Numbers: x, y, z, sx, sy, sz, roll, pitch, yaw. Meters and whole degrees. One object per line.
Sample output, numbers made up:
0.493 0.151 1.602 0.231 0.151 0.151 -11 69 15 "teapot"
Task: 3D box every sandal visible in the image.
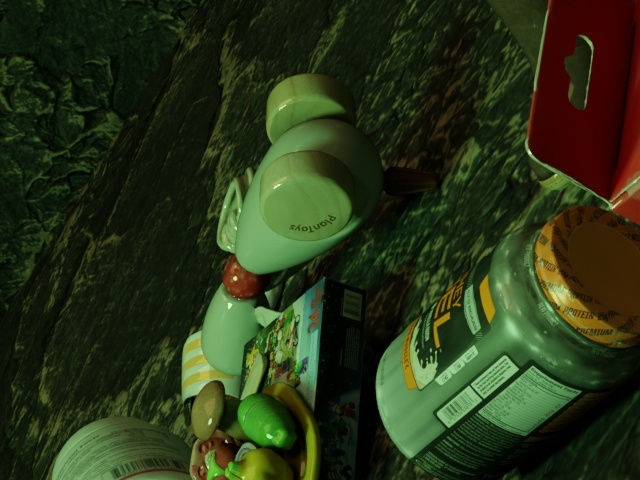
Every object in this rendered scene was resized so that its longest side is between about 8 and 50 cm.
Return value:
-0.105 0.110 1.784 0.102 0.076 0.265 -46 25 47 "sandal"

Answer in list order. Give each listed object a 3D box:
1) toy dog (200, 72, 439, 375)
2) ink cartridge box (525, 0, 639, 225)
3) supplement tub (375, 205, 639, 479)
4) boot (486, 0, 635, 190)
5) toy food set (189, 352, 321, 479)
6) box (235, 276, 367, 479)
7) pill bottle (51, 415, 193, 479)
0.000 0.000 1.585 0.334 0.161 0.220 121 160 -63 "toy dog"
0.216 -0.054 0.798 0.078 0.231 0.134 -44 26 49 "ink cartridge box"
0.128 0.066 1.086 0.190 0.117 0.117 -47 23 43 "supplement tub"
0.139 -0.181 1.257 0.090 0.206 0.248 -24 42 65 "boot"
-0.071 0.172 1.401 0.128 0.071 0.218 -67 22 10 "toy food set"
-0.024 0.168 1.452 0.159 0.044 0.233 -41 37 51 "box"
-0.171 0.262 1.613 0.160 0.160 0.283 -64 16 1 "pill bottle"
